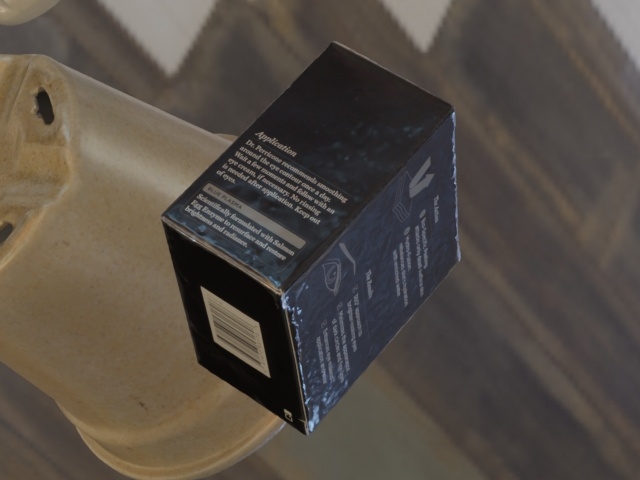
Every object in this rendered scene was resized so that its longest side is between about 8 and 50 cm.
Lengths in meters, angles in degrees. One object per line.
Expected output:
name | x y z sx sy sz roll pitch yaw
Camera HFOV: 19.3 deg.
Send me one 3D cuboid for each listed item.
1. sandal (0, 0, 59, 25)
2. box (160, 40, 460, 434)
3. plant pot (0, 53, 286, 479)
sandal | -0.132 -0.300 1.534 0.102 0.416 0.169 19 57 -47
box | 0.000 0.000 1.092 0.158 0.093 0.156 -47 153 -24
plant pot | -0.191 0.002 1.600 0.305 0.334 0.334 34 63 -46
